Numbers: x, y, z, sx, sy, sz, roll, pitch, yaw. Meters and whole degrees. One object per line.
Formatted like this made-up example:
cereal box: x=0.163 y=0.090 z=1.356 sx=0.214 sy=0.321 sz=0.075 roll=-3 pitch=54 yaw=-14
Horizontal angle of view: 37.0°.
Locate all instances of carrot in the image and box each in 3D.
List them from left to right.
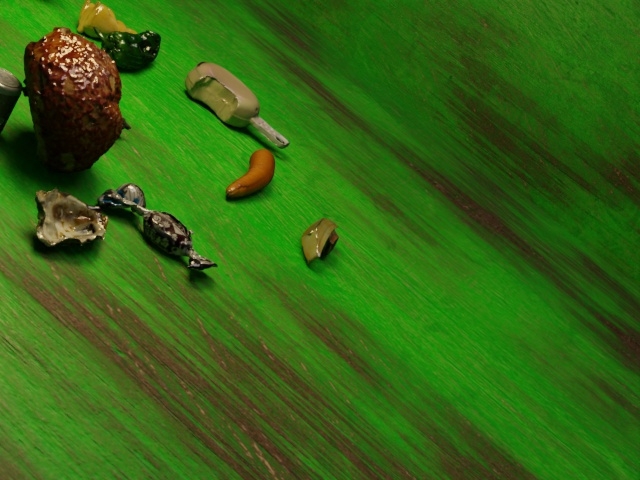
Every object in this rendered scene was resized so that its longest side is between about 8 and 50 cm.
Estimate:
carrot: x=-0.139 y=-0.134 z=2.020 sx=0.271 sy=0.062 sz=0.066 roll=-71 pitch=139 yaw=-63

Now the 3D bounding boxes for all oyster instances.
oyster: x=-0.377 y=-0.026 z=1.448 sx=0.148 sy=0.051 sz=0.103 roll=8 pitch=53 yaw=-49

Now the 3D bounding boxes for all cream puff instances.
cream puff: x=-0.406 y=-0.233 z=1.580 sx=0.164 sy=0.240 sz=0.240 roll=-17 pitch=40 yaw=-8

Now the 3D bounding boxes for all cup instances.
cup: x=-0.547 y=-0.233 z=1.551 sx=0.102 sy=0.099 sz=0.074 roll=29 pitch=22 yaw=-19

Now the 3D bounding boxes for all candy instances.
candy: x=-0.270 y=-0.016 z=1.597 sx=0.226 sy=0.051 sz=0.094 roll=36 pitch=32 yaw=4

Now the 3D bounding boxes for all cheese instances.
cheese: x=-0.189 y=-0.314 z=2.273 sx=0.286 sy=0.082 sz=0.163 roll=40 pitch=23 yaw=6

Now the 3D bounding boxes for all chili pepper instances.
chili pepper: x=-0.428 y=-0.437 z=2.163 sx=0.074 sy=0.100 sz=0.257 roll=-7 pitch=10 yaw=11

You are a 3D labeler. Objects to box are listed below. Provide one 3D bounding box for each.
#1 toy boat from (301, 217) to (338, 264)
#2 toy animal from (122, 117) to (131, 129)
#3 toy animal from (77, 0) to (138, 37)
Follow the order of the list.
toy boat: x=0.000 y=0.000 z=1.946 sx=0.066 sy=0.065 sz=0.172 roll=54 pitch=23 yaw=-8
toy animal: x=-0.421 y=-0.231 z=1.810 sx=0.136 sy=0.047 sz=0.065 roll=21 pitch=31 yaw=-36
toy animal: x=-0.488 y=-0.487 z=2.221 sx=0.070 sy=0.083 sz=0.159 roll=20 pitch=-4 yaw=39
